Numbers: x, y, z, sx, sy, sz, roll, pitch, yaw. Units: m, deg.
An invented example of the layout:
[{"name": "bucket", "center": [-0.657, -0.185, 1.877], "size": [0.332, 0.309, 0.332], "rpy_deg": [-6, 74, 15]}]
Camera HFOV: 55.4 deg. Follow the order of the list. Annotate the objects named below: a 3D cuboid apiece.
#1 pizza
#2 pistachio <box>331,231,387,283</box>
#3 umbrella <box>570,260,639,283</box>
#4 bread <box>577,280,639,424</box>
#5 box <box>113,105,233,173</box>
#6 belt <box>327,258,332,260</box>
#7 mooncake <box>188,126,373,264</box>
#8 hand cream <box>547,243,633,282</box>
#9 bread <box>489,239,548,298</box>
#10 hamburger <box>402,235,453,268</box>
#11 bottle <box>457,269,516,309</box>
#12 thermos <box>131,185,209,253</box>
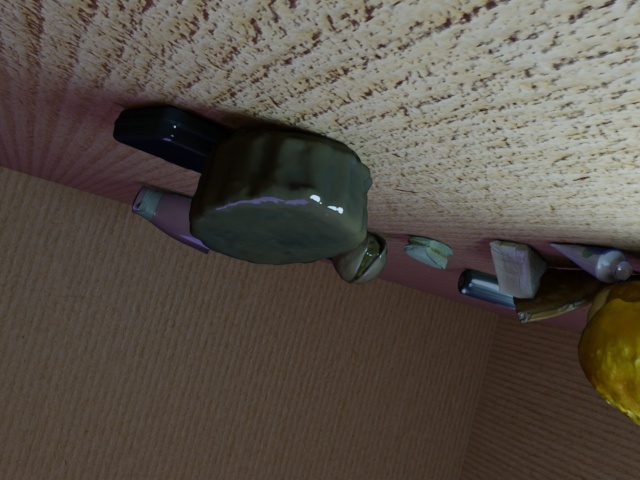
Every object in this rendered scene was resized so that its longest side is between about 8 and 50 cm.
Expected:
[{"name": "pizza", "center": [0.449, 0.104, 1.207], "size": [0.181, 0.034, 0.262], "rpy_deg": [-29, -173, -6]}, {"name": "pistachio", "center": [0.100, 0.043, 1.543], "size": [0.135, 0.136, 0.226], "rpy_deg": [16, 166, -12]}, {"name": "umbrella", "center": [0.515, 0.064, 1.062], "size": [0.268, 0.044, 0.044], "rpy_deg": [18, -148, -28]}, {"name": "bread", "center": [0.553, 0.181, 0.809], "size": [0.394, 0.250, 0.361], "rpy_deg": [17, 164, -21]}, {"name": "box", "center": [-0.164, -0.129, 0.880], "size": [0.230, 0.050, 0.160], "rpy_deg": [19, 173, -43]}, {"name": "belt", "center": [0.000, 0.000, 1.750], "size": [0.151, 0.079, 0.121], "rpy_deg": [26, -175, 0]}, {"name": "mooncake", "center": [-0.048, -0.055, 0.773], "size": [0.228, 0.124, 0.228], "rpy_deg": [4, 159, 2]}, {"name": "hand cream", "center": [0.427, 0.029, 0.950], "size": [0.084, 0.053, 0.142], "rpy_deg": [17, -170, -14]}, {"name": "bread", "center": [0.381, 0.028, 1.165], "size": [0.077, 0.105, 0.152], "rpy_deg": [12, 143, 32]}, {"name": "hamburger", "center": [0.236, 0.021, 1.388], "size": [0.084, 0.054, 0.121], "rpy_deg": [16, 175, 42]}, {"name": "bottle", "center": [0.532, 0.147, 1.780], "size": [0.253, 0.080, 0.096], "rpy_deg": [17, 137, -8]}, {"name": "thermos", "center": [-0.436, -0.081, 1.861], "size": [0.264, 0.146, 0.176], "rpy_deg": [24, -161, -8]}]
